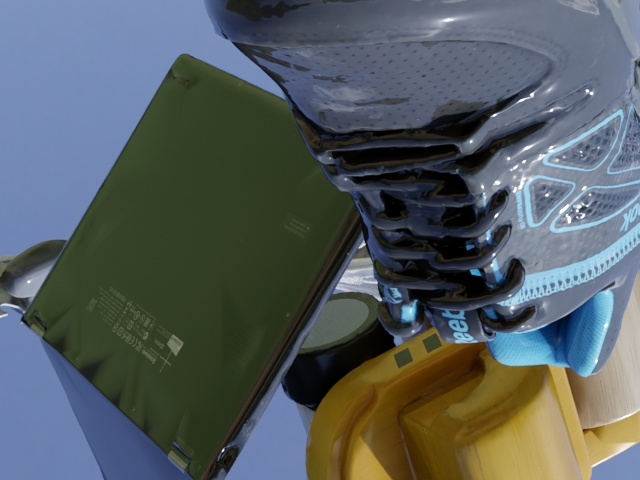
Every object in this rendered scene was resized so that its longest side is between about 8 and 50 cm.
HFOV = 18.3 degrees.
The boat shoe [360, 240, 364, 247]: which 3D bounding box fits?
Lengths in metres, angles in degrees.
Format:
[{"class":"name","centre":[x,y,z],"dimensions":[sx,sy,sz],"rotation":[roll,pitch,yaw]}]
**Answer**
[{"class":"boat shoe","centre":[0.044,-0.062,1.935],"dimensions":[0.320,0.118,0.103],"rotation":[-28,-171,-35]}]

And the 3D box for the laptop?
[{"class":"laptop","centre":[-0.052,0.115,1.530],"dimensions":[0.408,0.236,0.382],"rotation":[-60,-148,0]}]

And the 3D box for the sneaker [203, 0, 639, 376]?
[{"class":"sneaker","centre":[0.061,-0.032,0.721],"dimensions":[0.125,0.139,0.341],"rotation":[8,172,29]}]

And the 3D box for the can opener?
[{"class":"can opener","centre":[-0.344,0.036,1.866],"dimensions":[0.283,0.095,0.076],"rotation":[-6,-130,-50]}]

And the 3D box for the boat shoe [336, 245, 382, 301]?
[{"class":"boat shoe","centre":[0.000,0.000,2.204],"dimensions":[0.277,0.096,0.098],"rotation":[7,-124,32]}]

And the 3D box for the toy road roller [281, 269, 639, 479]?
[{"class":"toy road roller","centre":[0.141,0.126,1.485],"dimensions":[0.329,0.202,0.240],"rotation":[-26,-156,-19]}]
